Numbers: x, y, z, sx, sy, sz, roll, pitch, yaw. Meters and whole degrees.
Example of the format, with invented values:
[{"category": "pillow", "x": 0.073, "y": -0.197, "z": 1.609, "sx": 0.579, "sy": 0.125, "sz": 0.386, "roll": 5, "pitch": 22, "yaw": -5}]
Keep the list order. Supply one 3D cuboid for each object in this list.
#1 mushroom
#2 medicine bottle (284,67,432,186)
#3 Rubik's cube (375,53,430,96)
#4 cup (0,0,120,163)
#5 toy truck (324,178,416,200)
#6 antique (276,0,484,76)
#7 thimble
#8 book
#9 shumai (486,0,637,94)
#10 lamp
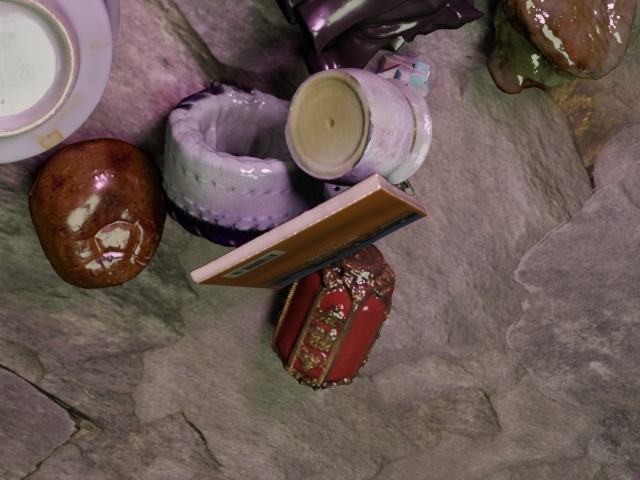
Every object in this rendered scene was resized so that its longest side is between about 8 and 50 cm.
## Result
[{"category": "mushroom", "x": -0.297, "y": -0.030, "z": 1.469, "sx": 0.194, "sy": 0.138, "sz": 0.231, "roll": -27, "pitch": 138, "yaw": -5}, {"category": "medicine bottle", "x": 0.050, "y": -0.142, "z": 1.348, "sx": 0.143, "sy": 0.147, "sz": 0.147, "roll": -3, "pitch": 133, "yaw": -53}, {"category": "Rubik's cube", "x": 0.119, "y": -0.230, "z": 1.568, "sx": 0.084, "sy": 0.073, "sz": 0.075, "roll": -15, "pitch": 134, "yaw": -20}, {"category": "cup", "x": -0.373, "y": -0.225, "z": 1.188, "sx": 0.347, "sy": 0.163, "sz": 0.347, "roll": -14, "pitch": 124, "yaw": -21}, {"category": "toy truck", "x": 0.010, "y": -0.041, "z": 1.651, "sx": 0.259, "sy": 0.128, "sz": 0.135, "roll": -19, "pitch": 150, "yaw": -13}, {"category": "antique", "x": 0.076, "y": -0.329, "z": 1.356, "sx": 0.255, "sy": 0.185, "sz": 0.322, "roll": -28, "pitch": 163, "yaw": -6}, {"category": "thimble", "x": -0.098, "y": -0.101, "z": 1.452, "sx": 0.237, "sy": 0.237, "sz": 0.150, "roll": -6, "pitch": 132, "yaw": -25}, {"category": "book", "x": 0.000, "y": 0.000, "z": 1.442, "sx": 0.262, "sy": 0.028, "sz": 0.374, "roll": -28, "pitch": 171, "yaw": 11}, {"category": "shumai", "x": 0.317, "y": -0.351, "z": 1.546, "sx": 0.222, "sy": 0.203, "sz": 0.272, "roll": -4, "pitch": 96, "yaw": -29}, {"category": "lamp", "x": 0.022, "y": 0.120, "z": 1.775, "sx": 0.177, "sy": 0.177, "sz": 0.274, "roll": -2, "pitch": 130, "yaw": -28}]
